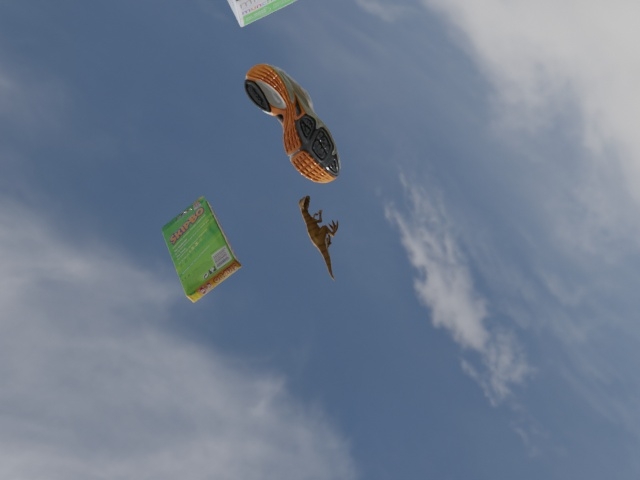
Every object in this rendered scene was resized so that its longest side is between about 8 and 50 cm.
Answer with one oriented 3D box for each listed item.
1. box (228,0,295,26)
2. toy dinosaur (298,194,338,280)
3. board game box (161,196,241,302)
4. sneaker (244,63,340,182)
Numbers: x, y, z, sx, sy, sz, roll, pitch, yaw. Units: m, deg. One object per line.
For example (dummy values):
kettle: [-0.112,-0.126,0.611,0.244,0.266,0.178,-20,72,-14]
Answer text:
box: [-0.080,-0.552,1.399,0.231,0.261,0.127,62,176,5]
toy dinosaur: [0.000,0.000,1.837,0.112,0.064,0.212,-14,-103,-55]
board game box: [-0.257,0.011,1.662,0.039,0.124,0.259,50,-176,-42]
sneaker: [-0.034,-0.236,1.538,0.263,0.099,0.121,57,-154,-4]
